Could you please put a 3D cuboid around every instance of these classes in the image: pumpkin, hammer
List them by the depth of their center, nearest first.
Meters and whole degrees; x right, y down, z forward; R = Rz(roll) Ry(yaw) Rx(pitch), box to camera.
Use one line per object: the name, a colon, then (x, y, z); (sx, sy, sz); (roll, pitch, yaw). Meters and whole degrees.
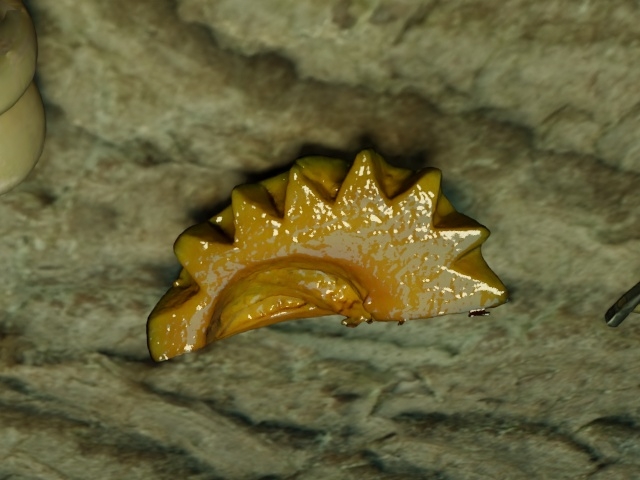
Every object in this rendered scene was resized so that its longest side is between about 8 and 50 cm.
pumpkin: (0.000, 0.000, 0.747); (0.254, 0.149, 0.130); (-12, 97, 11)
hammer: (0.358, 0.069, 0.928); (0.199, 0.013, 0.062); (10, 136, -20)

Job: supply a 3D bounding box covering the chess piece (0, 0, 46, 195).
chess piece: (-0.208, -0.117, 0.537); (0.143, 0.142, 0.261); (-2, 143, -7)
